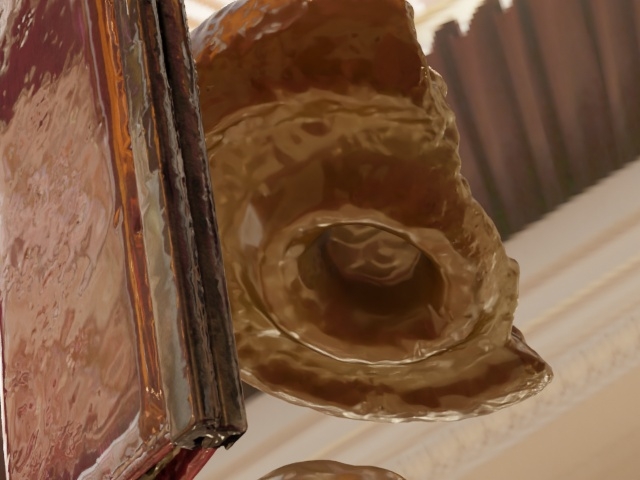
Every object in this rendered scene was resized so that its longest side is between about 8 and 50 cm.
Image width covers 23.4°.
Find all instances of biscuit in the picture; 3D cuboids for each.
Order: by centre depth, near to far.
[{"bbox_3d":[0.000,0.001,0.813,0.213,0.274,0.091,-15,-141,25],"label":"biscuit"}]

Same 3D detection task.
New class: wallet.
[{"bbox_3d":[-0.072,-0.020,0.466,0.119,0.025,0.232,-45,-136,41],"label":"wallet"}]

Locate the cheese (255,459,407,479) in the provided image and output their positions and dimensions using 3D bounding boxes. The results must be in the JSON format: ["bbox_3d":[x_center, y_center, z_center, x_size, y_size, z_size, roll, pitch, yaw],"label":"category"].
[{"bbox_3d":[0.031,0.212,0.522,0.093,0.263,0.159,-13,-154,-22],"label":"cheese"}]
